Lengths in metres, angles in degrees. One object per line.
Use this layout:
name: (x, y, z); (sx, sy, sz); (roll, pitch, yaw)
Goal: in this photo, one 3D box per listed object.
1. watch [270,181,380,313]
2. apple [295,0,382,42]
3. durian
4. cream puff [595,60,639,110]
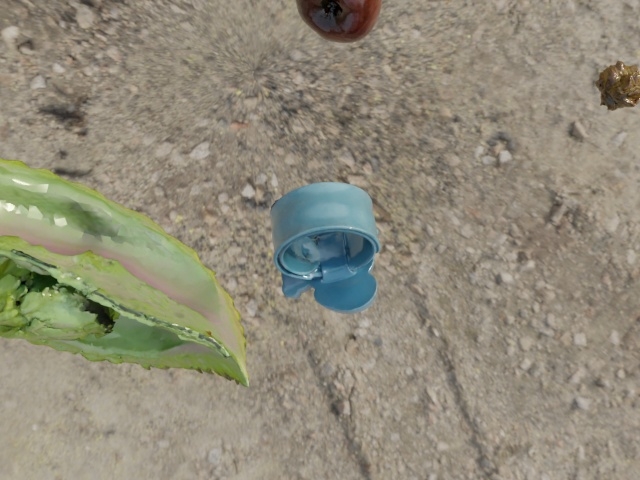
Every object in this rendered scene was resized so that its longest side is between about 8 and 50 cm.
watch: (0.000, 0.000, 1.070); (0.211, 0.211, 0.193); (-27, 147, 2)
apple: (0.048, -0.593, 1.572); (0.234, 0.234, 0.234); (-1, 104, -5)
durian: (-0.225, 0.016, 0.574); (0.355, 0.169, 0.157); (24, 77, -24)
cream puff: (0.704, -0.357, 1.567); (0.094, 0.122, 0.116); (-45, 143, -26)
